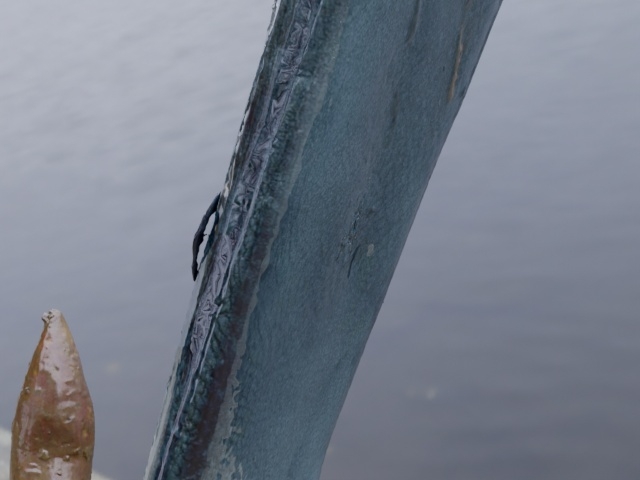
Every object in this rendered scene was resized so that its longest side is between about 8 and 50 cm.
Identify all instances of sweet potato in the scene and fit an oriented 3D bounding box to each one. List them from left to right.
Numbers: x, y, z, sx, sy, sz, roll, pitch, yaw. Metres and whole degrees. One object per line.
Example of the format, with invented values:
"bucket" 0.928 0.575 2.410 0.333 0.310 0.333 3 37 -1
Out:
"sweet potato" -0.378 0.267 1.832 0.131 0.337 0.131 3 -7 0

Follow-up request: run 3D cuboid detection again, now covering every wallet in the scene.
"wallet" 0.000 0.000 0.600 0.046 0.379 0.190 24 14 22
